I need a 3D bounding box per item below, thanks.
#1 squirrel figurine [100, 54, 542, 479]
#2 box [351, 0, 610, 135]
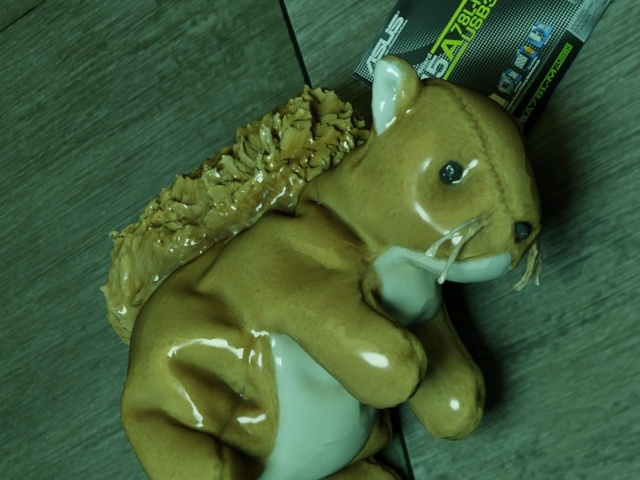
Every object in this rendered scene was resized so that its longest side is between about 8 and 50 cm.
[{"bbox_3d":[0.000,0.000,1.387,0.370,0.281,0.397,-57,44,17],"label":"squirrel figurine"},{"bbox_3d":[0.144,-0.187,1.500,0.184,0.045,0.190,38,99,36],"label":"box"}]
